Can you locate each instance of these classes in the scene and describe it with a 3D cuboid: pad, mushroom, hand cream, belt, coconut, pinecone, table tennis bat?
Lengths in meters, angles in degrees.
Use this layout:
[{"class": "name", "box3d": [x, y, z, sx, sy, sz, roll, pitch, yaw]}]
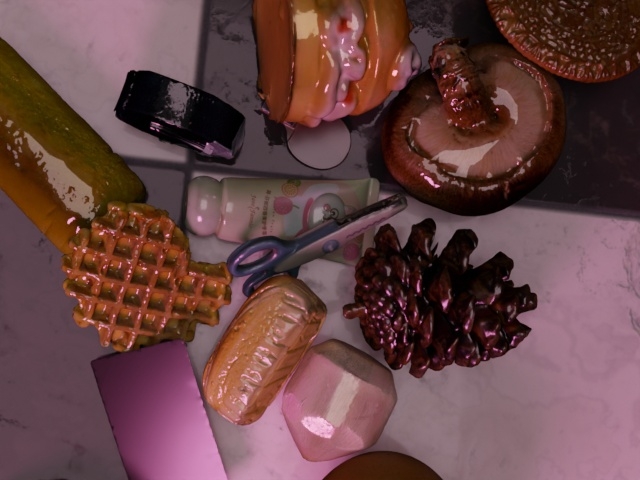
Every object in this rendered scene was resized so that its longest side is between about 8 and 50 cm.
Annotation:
[{"class": "pad", "box3d": [-0.239, 0.287, 1.586, 0.159, 0.009, 0.265, -14, 98, 14]}, {"class": "mushroom", "box3d": [0.234, -0.179, 1.626, 0.297, 0.163, 0.278, -27, 99, -7]}, {"class": "hand cream", "box3d": [-0.059, -0.039, 1.631, 0.305, 0.093, 0.147, 5, 90, -16]}, {"class": "belt", "box3d": [-0.210, -0.185, 1.585, 0.198, 0.151, 0.078, 20, 81, -14]}, {"class": "coconut", "box3d": [0.020, 0.247, 1.580, 0.170, 0.171, 0.183, 31, 90, -4]}, {"class": "pinecone", "box3d": [0.181, 0.086, 1.572, 0.309, 0.244, 0.244, 4, 87, -25]}, {"class": "table tennis bat", "box3d": [-0.025, -0.175, 1.670, 0.158, 0.014, 0.095, 31, 86, -6]}]

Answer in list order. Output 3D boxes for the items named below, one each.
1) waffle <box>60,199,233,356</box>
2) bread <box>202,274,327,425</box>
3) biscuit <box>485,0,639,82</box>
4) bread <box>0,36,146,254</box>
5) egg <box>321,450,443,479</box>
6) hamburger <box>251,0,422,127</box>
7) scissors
[{"class": "waffle", "box3d": [-0.258, 0.052, 1.566, 0.249, 0.056, 0.253, -18, 115, -11]}, {"class": "bread", "box3d": [-0.090, 0.162, 1.574, 0.106, 0.140, 0.236, 34, 96, 15]}, {"class": "biscuit", "box3d": [0.394, -0.380, 1.650, 0.305, 0.038, 0.305, 8, 62, -16]}, {"class": "bread", "box3d": [-0.433, -0.144, 1.576, 0.166, 0.112, 0.383, -44, 92, -6]}, {"class": "egg", "box3d": [0.084, 0.470, 1.531, 0.250, 0.250, 0.323, 12, 93, -5]}, {"class": "hamburger", "box3d": [0.028, -0.307, 1.569, 0.236, 0.276, 0.277, -5, 88, -17]}, {"class": "scissors", "box3d": [0.000, 0.000, 1.585, 0.289, 0.138, 0.041, -27, 51, 1]}]
